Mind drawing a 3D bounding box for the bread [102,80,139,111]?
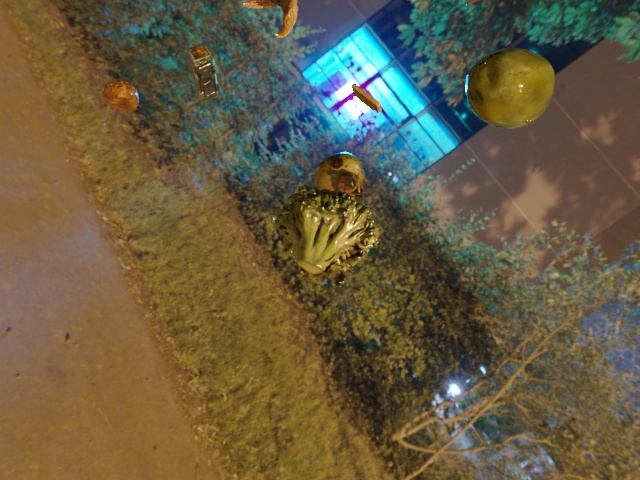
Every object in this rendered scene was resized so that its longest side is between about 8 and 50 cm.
[{"bbox_3d":[-0.650,-0.474,1.307,0.233,0.104,0.076,-169,-110,-70],"label":"bread"}]

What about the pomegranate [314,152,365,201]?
[{"bbox_3d":[0.071,-0.222,1.551,0.276,0.203,0.222,-66,155,-71],"label":"pomegranate"}]

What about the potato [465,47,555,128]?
[{"bbox_3d":[0.519,-0.418,1.105,0.304,0.216,0.216,5,42,-46],"label":"potato"}]

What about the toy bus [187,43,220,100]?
[{"bbox_3d":[-0.451,-0.639,1.552,0.109,0.091,0.262,61,-15,6],"label":"toy bus"}]

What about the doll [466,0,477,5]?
[{"bbox_3d":[0.464,-0.828,1.204,0.255,0.152,0.196,17,-16,-10],"label":"doll"}]

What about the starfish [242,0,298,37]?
[{"bbox_3d":[-0.102,-0.652,1.031,0.215,0.071,0.238,18,-47,24],"label":"starfish"}]

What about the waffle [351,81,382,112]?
[{"bbox_3d":[0.170,-0.519,1.472,0.135,0.021,0.092,42,4,10],"label":"waffle"}]

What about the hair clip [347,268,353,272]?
[{"bbox_3d":[0.084,0.087,1.929,0.229,0.039,0.070,38,-13,34],"label":"hair clip"}]

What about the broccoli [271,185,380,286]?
[{"bbox_3d":[0.010,-0.018,1.300,0.334,0.272,0.324,41,-14,-17],"label":"broccoli"}]
